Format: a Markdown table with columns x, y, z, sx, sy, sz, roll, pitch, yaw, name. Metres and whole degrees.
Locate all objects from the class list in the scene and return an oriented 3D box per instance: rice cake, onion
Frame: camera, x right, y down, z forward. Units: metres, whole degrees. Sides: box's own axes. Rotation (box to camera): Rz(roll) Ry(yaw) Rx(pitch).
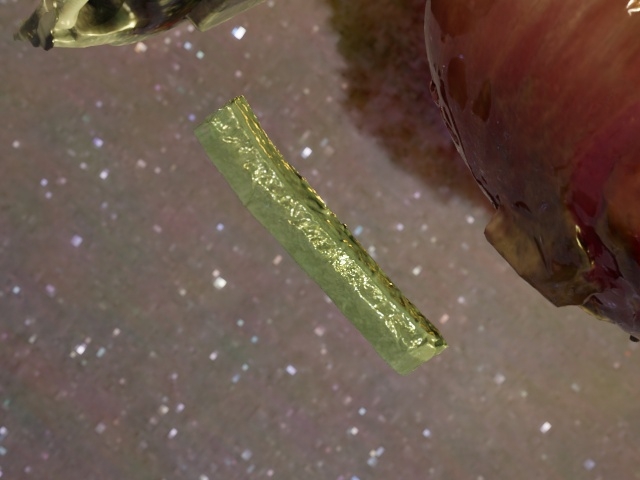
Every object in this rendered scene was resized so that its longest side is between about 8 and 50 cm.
| x | y | z | sx | sy | sz | roll | pitch | yaw | name |
| --- | --- | --- | --- | --- | --- | --- | --- | --- | --- |
| 0.000 | 0.000 | 0.924 | 0.245 | 0.045 | 0.042 | 49 | -161 | -12 | rice cake |
| 0.210 | -0.083 | 0.621 | 0.354 | 0.353 | 0.353 | 34 | -160 | -14 | onion |

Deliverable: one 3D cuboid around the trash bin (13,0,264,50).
| x | y | z | sx | sy | sz | roll | pitch | yaw | name |
| --- | --- | --- | --- | --- | --- | --- | --- | --- | --- |
| -0.101 | -0.314 | 0.684 | 0.296 | 0.256 | 0.367 | -37 | -87 | -42 | trash bin |
